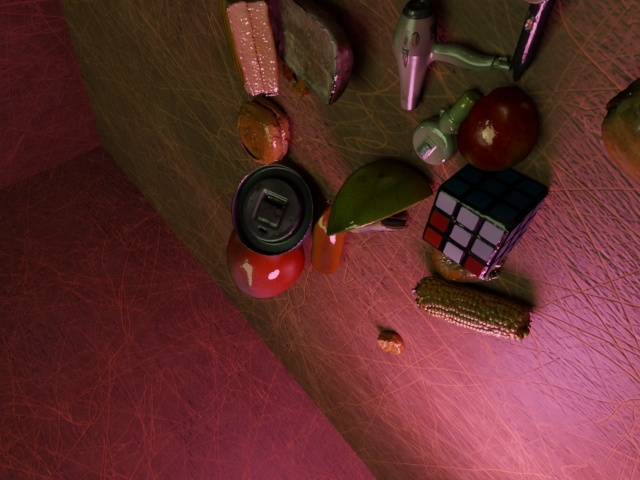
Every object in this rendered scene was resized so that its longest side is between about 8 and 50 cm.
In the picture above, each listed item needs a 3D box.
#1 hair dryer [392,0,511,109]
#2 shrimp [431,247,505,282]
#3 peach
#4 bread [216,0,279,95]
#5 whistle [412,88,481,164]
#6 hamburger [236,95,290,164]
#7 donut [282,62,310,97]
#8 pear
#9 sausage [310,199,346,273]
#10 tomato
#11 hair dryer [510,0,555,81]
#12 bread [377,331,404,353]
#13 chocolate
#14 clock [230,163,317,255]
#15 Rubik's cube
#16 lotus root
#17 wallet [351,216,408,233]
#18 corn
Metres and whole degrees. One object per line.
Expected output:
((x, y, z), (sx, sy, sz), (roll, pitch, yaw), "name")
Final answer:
((0.229, -0.333, 0.867), (0.224, 0.088, 0.219), (35, 156, 4), "hair dryer")
((0.358, 0.052, 1.088), (0.217, 0.051, 0.115), (1, 119, 59), "shrimp")
((0.331, -0.200, 0.805), (0.151, 0.151, 0.118), (52, -164, 4), "peach")
((-0.191, -0.533, 1.142), (0.246, 0.110, 0.239), (83, 167, -47), "bread")
((0.262, -0.234, 0.913), (0.104, 0.057, 0.198), (50, 152, 8), "whistle")
((-0.182, -0.350, 1.411), (0.213, 0.108, 0.214), (32, 139, 33), "hamburger")
((-0.055, -0.446, 1.175), (0.097, 0.043, 0.108), (-11, 110, 60), "donut")
((0.100, -0.102, 1.108), (0.288, 0.239, 0.139), (-11, 112, 58), "pear")
((0.027, -0.005, 1.461), (0.112, 0.112, 0.329), (40, 148, 24), "sausage")
((-0.218, 0.069, 1.682), (0.321, 0.321, 0.322), (37, 147, 29), "tomato")
((0.340, -0.350, 0.665), (0.070, 0.128, 0.255), (49, 173, 22), "hair dryer")
((0.256, 0.374, 1.585), (0.110, 0.044, 0.083), (-4, 119, 54), "bread")
((-0.020, -0.476, 1.027), (0.303, 0.100, 0.185), (51, 159, 25), "chocolate")
((-0.156, -0.102, 1.476), (0.312, 0.313, 0.061), (46, -166, 15), "clock")
((0.332, -0.052, 0.897), (0.162, 0.160, 0.163), (40, 148, 26), "Rubik's cube")
((0.516, -0.114, 0.583), (0.278, 0.154, 0.154), (44, 150, 9), "lotus root")
((0.161, -0.040, 1.221), (0.155, 0.110, 0.040), (-6, 82, 61), "wallet")
((0.378, 0.173, 1.126), (0.317, 0.115, 0.115), (18, 135, 48), "corn")
